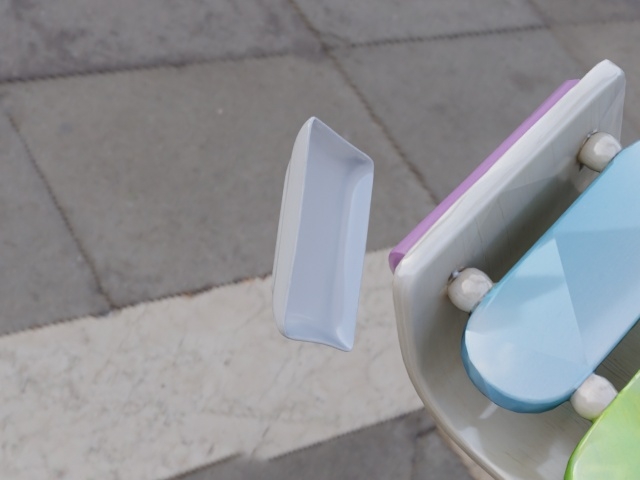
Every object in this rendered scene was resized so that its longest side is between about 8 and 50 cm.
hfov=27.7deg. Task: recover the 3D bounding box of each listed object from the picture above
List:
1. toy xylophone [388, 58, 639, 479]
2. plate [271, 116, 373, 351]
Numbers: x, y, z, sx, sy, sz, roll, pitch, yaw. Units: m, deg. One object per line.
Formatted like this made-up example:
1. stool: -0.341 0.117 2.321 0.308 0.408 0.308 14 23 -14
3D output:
1. toy xylophone: 0.150 0.105 0.397 0.322 0.081 0.236 32 66 11
2. plate: 0.000 0.000 1.715 0.045 0.277 0.278 4 -7 20
